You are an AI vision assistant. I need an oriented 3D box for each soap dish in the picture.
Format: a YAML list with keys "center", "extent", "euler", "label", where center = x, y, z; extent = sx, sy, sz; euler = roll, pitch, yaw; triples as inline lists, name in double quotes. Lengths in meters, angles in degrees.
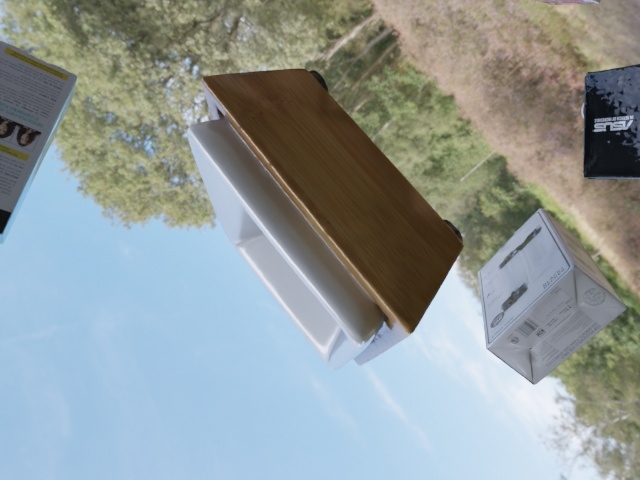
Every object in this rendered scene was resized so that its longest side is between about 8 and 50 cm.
- center: [0.000, 0.000, 0.472]
  extent: [0.229, 0.118, 0.291]
  euler: [50, 167, 13]
  label: "soap dish"

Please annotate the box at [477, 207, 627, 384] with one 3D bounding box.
- center: [0.340, 0.070, 0.788]
  extent: [0.087, 0.169, 0.290]
  euler: [37, -158, 0]
  label: "box"

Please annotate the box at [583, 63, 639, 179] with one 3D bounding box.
- center: [0.301, -0.086, 0.343]
  extent: [0.180, 0.077, 0.147]
  euler: [-10, -168, -29]
  label: "box"

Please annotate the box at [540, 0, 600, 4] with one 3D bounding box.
- center: [0.313, -0.496, 0.792]
  extent: [0.300, 0.154, 0.142]
  euler: [14, -159, -15]
  label: "box"

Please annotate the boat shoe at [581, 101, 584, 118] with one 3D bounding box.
- center: [0.430, -0.200, 0.694]
  extent: [0.043, 0.137, 0.049]
  euler: [-114, 4, -71]
  label: "boat shoe"

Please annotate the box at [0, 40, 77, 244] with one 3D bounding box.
- center: [-0.412, -0.127, 0.652]
  extent: [0.101, 0.060, 0.244]
  euler: [23, -113, -23]
  label: "box"
